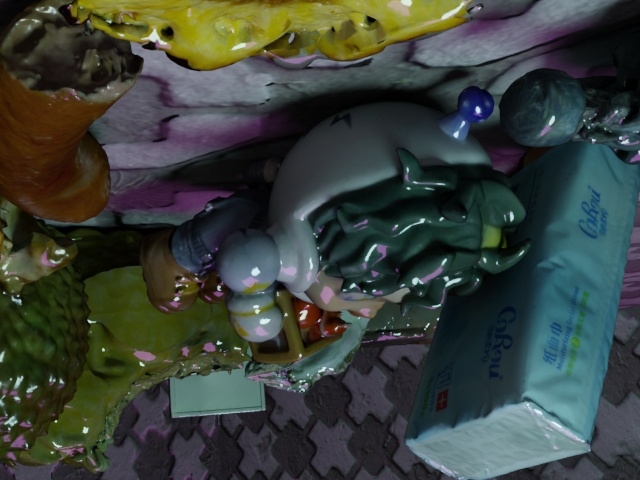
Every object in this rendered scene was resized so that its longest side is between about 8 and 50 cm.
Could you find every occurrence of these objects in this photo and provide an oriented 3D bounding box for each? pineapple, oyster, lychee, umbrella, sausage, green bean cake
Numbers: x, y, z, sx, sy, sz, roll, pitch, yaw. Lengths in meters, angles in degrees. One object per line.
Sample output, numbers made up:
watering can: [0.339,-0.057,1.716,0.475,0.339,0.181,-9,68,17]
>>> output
pineapple: [-0.020,-0.134,0.386,0.225,0.076,0.225,-3,171,0]
oyster: [0.034,0.077,1.134,0.087,0.252,0.199,36,-161,23]
lychee: [-0.340,0.076,0.835,0.320,0.270,0.270,-50,160,4]
umbrella: [0.263,-0.099,0.632,0.349,0.094,0.143,-4,146,-30]
sausage: [-0.186,-0.073,0.618,0.103,0.076,0.302,2,167,-17]
green bean cake: [-0.227,0.123,1.069,0.310,0.285,0.202,-2,164,-21]

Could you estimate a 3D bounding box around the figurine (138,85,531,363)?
figurine: [-0.002,0.003,0.771,0.382,0.186,0.261,-19,-173,43]

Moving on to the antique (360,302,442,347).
antique: [0.067,0.123,1.584,0.284,0.125,0.150,-5,167,-1]

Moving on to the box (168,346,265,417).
box: [-0.153,0.135,1.293,0.130,0.225,0.086,-2,169,-12]

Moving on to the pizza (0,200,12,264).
pizza: [-0.287,-0.050,0.564,0.161,0.085,0.305,28,166,29]

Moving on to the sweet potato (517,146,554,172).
sweet potato: [0.229,-0.047,0.971,0.067,0.059,0.281,-17,168,2]

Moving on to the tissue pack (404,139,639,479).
tissue pack: [0.165,0.053,0.748,0.089,0.263,0.177,29,149,-13]
